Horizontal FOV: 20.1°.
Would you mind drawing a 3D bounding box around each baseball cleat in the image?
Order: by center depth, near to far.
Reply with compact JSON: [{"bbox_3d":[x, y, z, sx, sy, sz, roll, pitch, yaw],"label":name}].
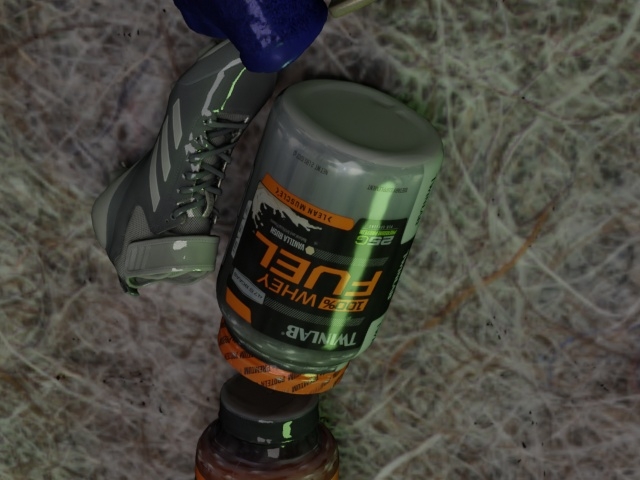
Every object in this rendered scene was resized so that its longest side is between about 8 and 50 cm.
[{"bbox_3d":[-0.076,-0.042,1.184,0.072,0.109,0.206,1,142,-39],"label":"baseball cleat"}]

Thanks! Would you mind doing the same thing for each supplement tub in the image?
[{"bbox_3d":[0.000,0.000,1.190,0.117,0.117,0.190,18,118,0],"label":"supplement tub"},{"bbox_3d":[-0.039,0.193,1.301,0.106,0.106,0.198,6,118,6],"label":"supplement tub"}]

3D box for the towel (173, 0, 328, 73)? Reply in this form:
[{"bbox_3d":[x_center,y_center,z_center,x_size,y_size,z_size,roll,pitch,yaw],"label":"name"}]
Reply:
[{"bbox_3d":[-0.093,-0.254,1.030,0.076,0.227,0.308,-30,111,-7],"label":"towel"}]

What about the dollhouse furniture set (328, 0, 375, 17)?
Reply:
[{"bbox_3d":[0.015,-0.297,1.016,0.197,0.151,0.301,-23,111,19],"label":"dollhouse furniture set"}]
